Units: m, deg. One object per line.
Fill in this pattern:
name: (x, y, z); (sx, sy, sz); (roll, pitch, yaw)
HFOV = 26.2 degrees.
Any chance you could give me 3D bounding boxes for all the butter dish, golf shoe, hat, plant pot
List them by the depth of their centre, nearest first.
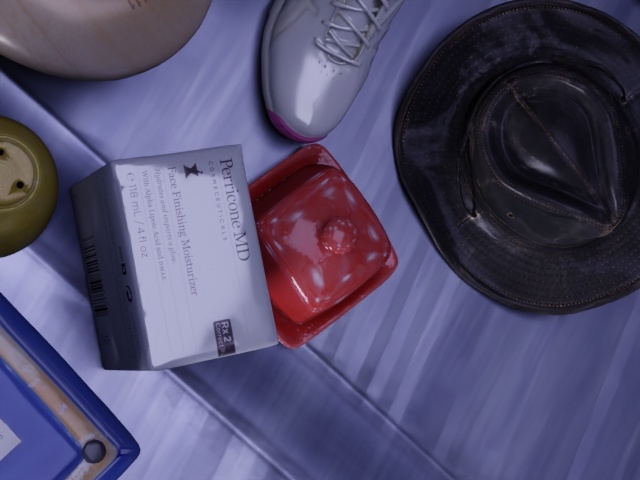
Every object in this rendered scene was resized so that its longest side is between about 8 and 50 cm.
plant pot: (-0.303, 0.167, 1.125); (0.236, 0.212, 0.236); (-44, 102, -20)
plant pot: (-0.290, -0.054, 1.214); (0.134, 0.095, 0.134); (3, 83, -22)
butter dish: (0.000, 0.000, 1.315); (0.160, 0.118, 0.160); (-37, 99, -22)
golf shoe: (0.031, -0.243, 1.342); (0.115, 0.140, 0.306); (23, 78, -20)
hat: (0.240, -0.083, 1.369); (0.331, 0.134, 0.331); (0, 94, -3)

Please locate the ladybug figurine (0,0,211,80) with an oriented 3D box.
ladybug figurine: (-0.272, -0.341, 1.213); (0.305, 0.162, 0.449); (-32, 98, -23)

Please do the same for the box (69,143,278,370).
box: (-0.135, 0.019, 1.223); (0.119, 0.182, 0.181); (-11, 89, -22)
